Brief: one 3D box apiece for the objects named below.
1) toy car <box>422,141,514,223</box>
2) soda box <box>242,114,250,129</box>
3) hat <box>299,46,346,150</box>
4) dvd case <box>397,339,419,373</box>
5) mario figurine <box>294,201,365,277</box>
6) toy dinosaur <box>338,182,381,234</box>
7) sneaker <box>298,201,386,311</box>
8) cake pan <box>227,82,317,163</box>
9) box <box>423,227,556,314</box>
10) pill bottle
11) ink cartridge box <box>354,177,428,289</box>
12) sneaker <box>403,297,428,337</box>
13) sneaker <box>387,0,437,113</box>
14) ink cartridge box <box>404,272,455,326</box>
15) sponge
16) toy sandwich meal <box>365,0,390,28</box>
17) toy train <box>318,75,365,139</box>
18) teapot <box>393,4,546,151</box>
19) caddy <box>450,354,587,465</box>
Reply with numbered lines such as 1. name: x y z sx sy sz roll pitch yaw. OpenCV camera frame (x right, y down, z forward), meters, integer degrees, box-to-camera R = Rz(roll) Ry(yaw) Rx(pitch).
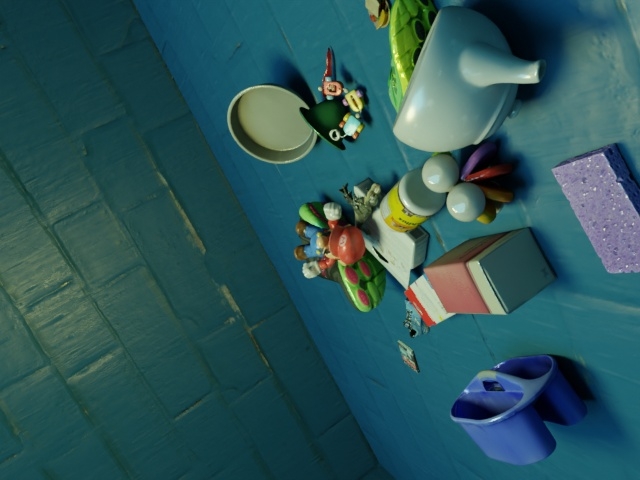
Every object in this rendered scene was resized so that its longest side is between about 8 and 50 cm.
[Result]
1. toy car: 0.302 -0.129 1.029 0.182 0.159 0.136 53 127 18
2. soda box: -0.190 -0.440 1.767 0.053 0.168 0.060 47 159 42
3. hat: 0.057 -0.377 1.454 0.173 0.183 0.208 51 -160 18
4. dvd case: 0.342 0.451 2.031 0.087 0.013 0.120 32 149 55
5. mario figurine: 0.000 0.000 1.614 0.320 0.170 0.198 2 125 59
6. toy dinosaur: 0.109 -0.103 1.507 0.118 0.064 0.268 47 163 15
7. sneaker: 0.068 0.067 1.831 0.483 0.185 0.202 58 144 37
8. cake pan: -0.149 -0.377 1.676 0.293 0.292 0.054 78 -162 -45
9. box: 0.360 0.072 1.146 0.127 0.148 0.232 60 162 -2
10. pill bottle: 0.221 -0.089 1.313 0.117 0.117 0.215 57 163 7
11. ink cartridge box: 0.203 -0.017 1.572 0.275 0.060 0.239 48 160 31
12. sneaker: 0.305 0.258 1.718 0.063 0.073 0.162 31 147 57
13. sneaker: 0.172 -0.342 1.045 0.123 0.109 0.296 44 153 52
14. ink cartridge box: 0.330 0.152 1.470 0.134 0.077 0.231 56 162 12
15. sponge: 0.472 -0.045 0.849 0.210 0.031 0.117 59 162 -2
16. toy sandwich meal: 0.116 -0.485 1.099 0.086 0.029 0.086 50 160 25
17. toy train: 0.064 -0.349 1.374 0.125 0.046 0.167 8 121 30
18. teapot: 0.244 -0.250 0.884 0.186 0.256 0.253 21 132 0
19. caddy: 0.453 0.385 1.257 0.179 0.241 0.341 52 161 6
